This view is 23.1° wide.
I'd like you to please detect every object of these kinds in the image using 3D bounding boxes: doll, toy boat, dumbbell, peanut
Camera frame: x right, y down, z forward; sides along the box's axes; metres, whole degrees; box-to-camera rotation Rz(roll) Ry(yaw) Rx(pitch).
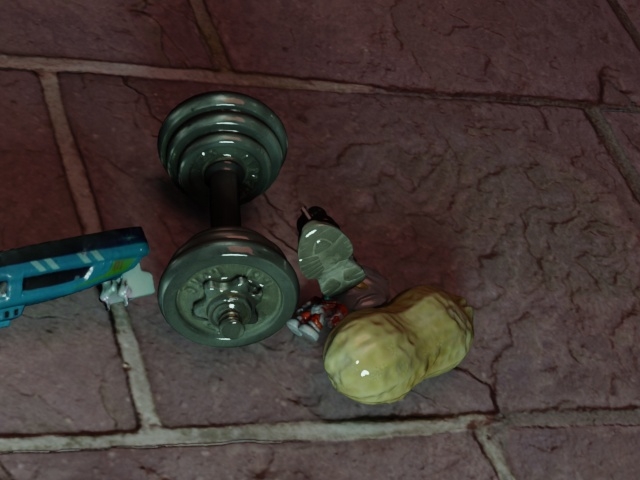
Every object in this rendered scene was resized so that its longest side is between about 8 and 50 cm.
[{"bbox_3d":[0.031,0.082,2.067,0.094,0.079,0.180,14,32,41],"label":"doll"},{"bbox_3d":[-0.343,0.058,1.858,0.298,0.134,0.092,-13,86,-33],"label":"toy boat"},{"bbox_3d":[-0.122,-0.032,2.018,0.179,0.179,0.406,12,41,-17],"label":"dumbbell"},{"bbox_3d":[0.103,0.132,2.006,0.130,0.130,0.290,44,36,21],"label":"peanut"}]

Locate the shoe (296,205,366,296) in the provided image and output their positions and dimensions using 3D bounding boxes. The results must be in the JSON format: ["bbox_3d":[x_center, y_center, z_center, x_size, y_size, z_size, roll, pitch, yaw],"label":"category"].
[{"bbox_3d":[0.000,0.000,1.980,0.071,0.169,0.099,-28,61,3],"label":"shoe"}]
